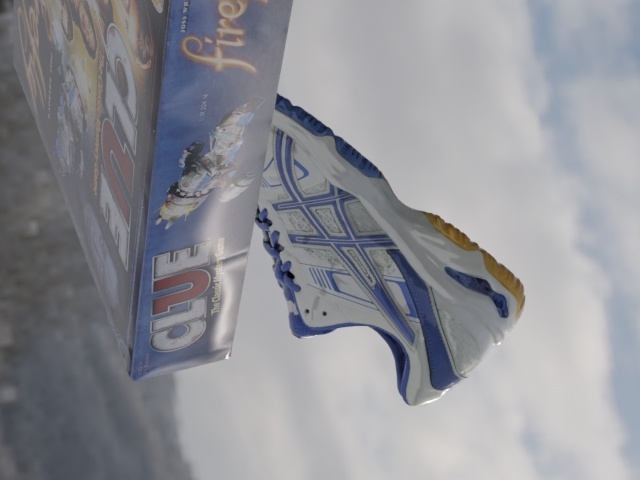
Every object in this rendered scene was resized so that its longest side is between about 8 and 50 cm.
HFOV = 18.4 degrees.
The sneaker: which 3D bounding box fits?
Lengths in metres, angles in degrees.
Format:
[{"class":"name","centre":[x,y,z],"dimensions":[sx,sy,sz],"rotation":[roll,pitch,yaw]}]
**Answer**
[{"class":"sneaker","centre":[0.000,0.000,1.404],"dimensions":[0.296,0.131,0.112],"rotation":[38,-1,0]}]

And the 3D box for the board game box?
[{"class":"board game box","centre":[-0.064,-0.085,0.678],"dimensions":[0.243,0.042,0.165],"rotation":[102,-31,-53]}]
